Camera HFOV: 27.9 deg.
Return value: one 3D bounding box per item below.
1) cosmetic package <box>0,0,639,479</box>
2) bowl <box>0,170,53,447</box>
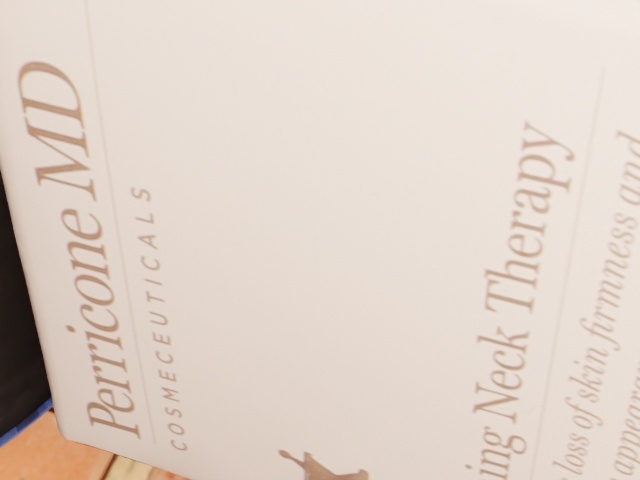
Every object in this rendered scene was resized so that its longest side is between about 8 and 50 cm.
[{"bbox_3d":[0.105,-0.066,0.595,0.394,0.327,0.329,15,136,16],"label":"cosmetic package"},{"bbox_3d":[-0.216,-0.023,0.655,0.391,0.077,0.391,-35,143,-31],"label":"bowl"}]
